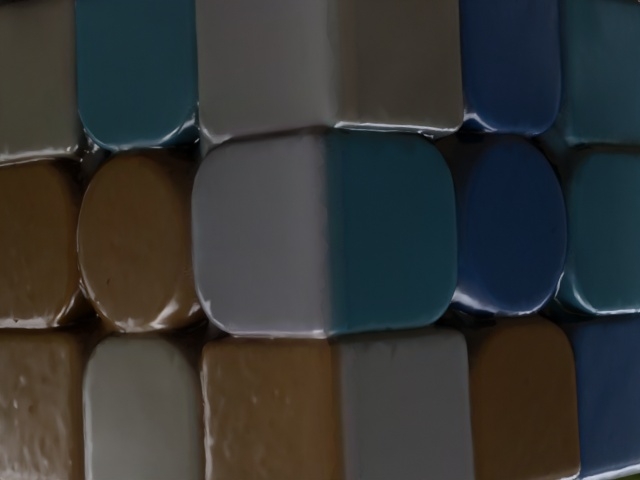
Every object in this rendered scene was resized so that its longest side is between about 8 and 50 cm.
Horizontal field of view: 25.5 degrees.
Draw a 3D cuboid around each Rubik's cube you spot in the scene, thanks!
[{"bbox_3d":[0.000,0.000,0.978,0.347,0.344,0.347,-1,180,44],"label":"Rubik's cube"}]
